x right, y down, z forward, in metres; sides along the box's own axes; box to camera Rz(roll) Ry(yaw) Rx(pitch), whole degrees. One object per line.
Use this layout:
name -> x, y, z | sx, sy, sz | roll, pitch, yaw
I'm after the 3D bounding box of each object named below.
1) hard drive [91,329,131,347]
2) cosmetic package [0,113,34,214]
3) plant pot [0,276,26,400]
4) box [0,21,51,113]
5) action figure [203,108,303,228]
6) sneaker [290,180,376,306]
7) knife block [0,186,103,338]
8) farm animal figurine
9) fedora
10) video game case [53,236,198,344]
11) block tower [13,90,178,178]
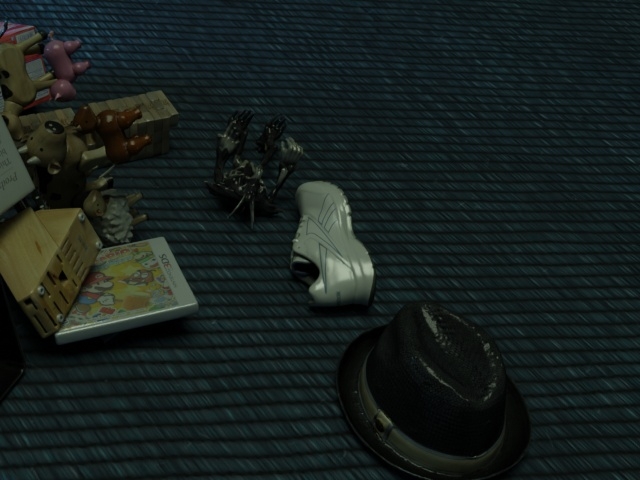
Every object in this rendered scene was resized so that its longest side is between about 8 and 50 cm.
hard drive -> -0.333, 0.113, 1.760 | 0.094, 0.022, 0.135 | 33, 45, 24
cosmetic package -> -0.713, -0.160, 1.624 | 0.328, 0.393, 0.329 | 0, 31, 34
plant pot -> -0.556, 0.159, 1.546 | 0.167, 0.188, 0.187 | 9, 39, 19
box -> -0.673, -0.292, 2.025 | 0.142, 0.154, 0.300 | 15, 35, 39
action figure -> -0.128, -0.151, 2.028 | 0.164, 0.141, 0.275 | 16, 37, -13
sneaker -> 0.000, 0.000, 1.911 | 0.129, 0.111, 0.297 | -9, 43, -15
knife block -> -0.488, 0.028, 1.738 | 0.242, 0.088, 0.275 | -4, 43, 22
farm animal figurine -> -0.449, -0.167, 1.834 | 0.172, 0.326, 0.330 | -32, 53, -33
fedora -> 0.187, 0.207, 1.675 | 0.334, 0.152, 0.334 | 7, 40, -6
video game case -> -0.335, 0.076, 1.757 | 0.227, 0.026, 0.206 | -12, 36, -19
block tower -> -0.438, -0.194, 2.039 | 0.336, 0.097, 0.091 | -16, 48, -26
